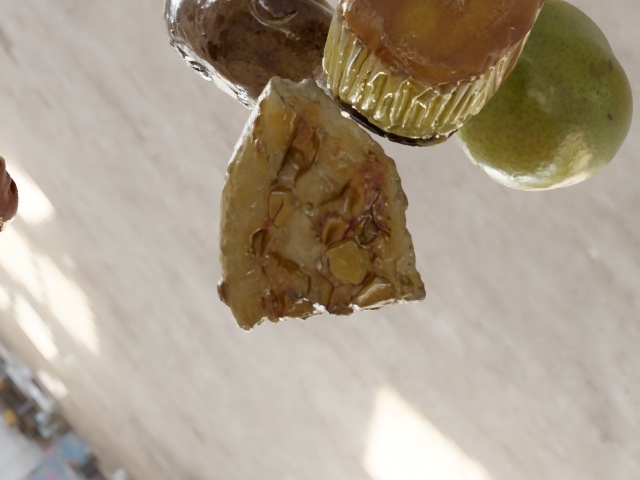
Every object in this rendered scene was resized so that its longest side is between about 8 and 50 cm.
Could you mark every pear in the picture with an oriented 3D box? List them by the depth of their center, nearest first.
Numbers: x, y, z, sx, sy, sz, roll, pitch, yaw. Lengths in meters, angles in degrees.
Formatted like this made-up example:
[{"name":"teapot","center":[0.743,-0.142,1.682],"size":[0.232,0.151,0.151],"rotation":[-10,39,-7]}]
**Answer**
[{"name":"pear","center":[0.183,-0.147,1.589],"size":[0.216,0.166,0.180],"rotation":[56,-152,-36]}]

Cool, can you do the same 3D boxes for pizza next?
[{"name":"pizza","center":[0.000,0.000,1.201],"size":[0.161,0.062,0.182],"rotation":[30,118,12]}]

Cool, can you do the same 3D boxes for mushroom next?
[{"name":"mushroom","center":[-0.047,-0.174,1.565],"size":[0.194,0.138,0.231],"rotation":[51,-179,-27]}]

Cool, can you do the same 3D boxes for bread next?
[{"name":"bread","center":[0.087,-0.166,1.331],"size":[0.132,0.190,0.114],"rotation":[31,146,8]}]

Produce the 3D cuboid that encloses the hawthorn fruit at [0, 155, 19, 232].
[{"name":"hawthorn fruit","center":[-0.321,-0.049,1.528],"size":[0.125,0.140,0.125],"rotation":[39,-169,-9]}]
